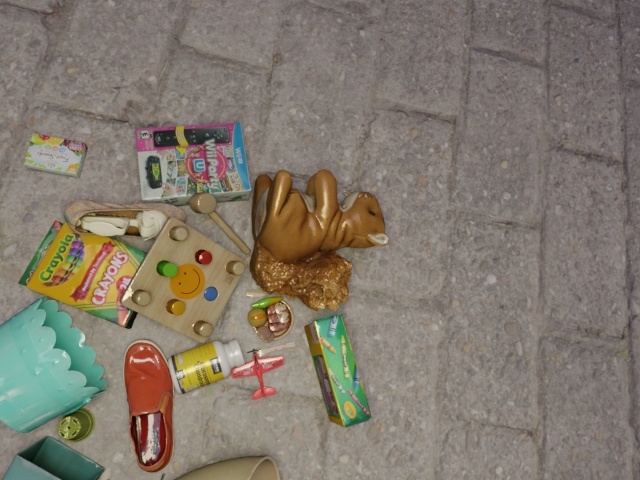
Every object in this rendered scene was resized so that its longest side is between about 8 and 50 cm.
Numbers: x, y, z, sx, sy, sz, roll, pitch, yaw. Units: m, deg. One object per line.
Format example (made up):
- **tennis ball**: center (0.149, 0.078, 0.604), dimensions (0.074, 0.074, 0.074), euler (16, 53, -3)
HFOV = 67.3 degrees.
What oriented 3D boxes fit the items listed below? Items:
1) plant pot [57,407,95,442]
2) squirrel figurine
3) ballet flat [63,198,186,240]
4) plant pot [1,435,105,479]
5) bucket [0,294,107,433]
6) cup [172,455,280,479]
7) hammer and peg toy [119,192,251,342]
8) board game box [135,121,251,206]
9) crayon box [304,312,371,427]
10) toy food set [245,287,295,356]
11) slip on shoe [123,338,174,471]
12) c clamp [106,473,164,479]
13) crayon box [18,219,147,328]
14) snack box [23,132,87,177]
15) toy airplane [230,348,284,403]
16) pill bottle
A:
- **plant pot**: center (-0.607, 0.456, 1.181), dimensions (0.083, 0.079, 0.084), euler (3, 73, -11)
- **squirrel figurine**: center (0.000, 0.000, 1.376), dimensions (0.370, 0.281, 0.398), euler (9, 84, -21)
- **ballet flat**: center (-0.510, -0.044, 1.289), dimensions (0.315, 0.106, 0.108), euler (0, 118, -30)
- **plant pot**: center (-0.651, 0.610, 1.089), dimensions (0.165, 0.166, 0.234), euler (31, 78, -2)
- **bucket**: center (-0.655, 0.291, 1.123), dimensions (0.183, 0.281, 0.281), euler (-32, 83, -17)
- **cup**: center (-0.253, 0.661, 1.103), dimensions (0.236, 0.331, 0.332), euler (0, 73, 14)
- **hammer and peg toy**: center (-0.322, 0.063, 1.279), dimensions (0.265, 0.127, 0.362), euler (36, 71, -29)
- **board game box**: center (-0.372, -0.221, 1.415), dimensions (0.303, 0.097, 0.224), euler (-7, 76, -15)
- **crayon box**: center (0.041, 0.349, 1.304), dimensions (0.081, 0.165, 0.279), euler (-13, 78, -15)
- **toy food set**: center (-0.139, 0.223, 1.368), dimensions (0.132, 0.038, 0.192), euler (-10, 77, -15)
- **slip on shoe**: center (-0.435, 0.415, 1.219), dimensions (0.122, 0.101, 0.332), euler (-8, 75, -12)
- **c clamp**: center (-0.483, 0.638, 1.190), dimensions (0.160, 0.022, 0.137), euler (13, 77, -10)
- **crayon box**: center (-0.618, 0.083, 1.284), dimensions (0.318, 0.081, 0.202), euler (22, 72, -5)
- **snack box**: center (-0.752, -0.241, 1.369), dimensions (0.141, 0.037, 0.100), euler (9, 74, -9)
- **toy airplane**: center (-0.166, 0.373, 1.325), dimensions (0.151, 0.028, 0.151), euler (1, 76, -6)
- **pill bottle**: center (-0.300, 0.326, 1.271), dimensions (0.184, 0.103, 0.103), euler (-18, 79, -16)
